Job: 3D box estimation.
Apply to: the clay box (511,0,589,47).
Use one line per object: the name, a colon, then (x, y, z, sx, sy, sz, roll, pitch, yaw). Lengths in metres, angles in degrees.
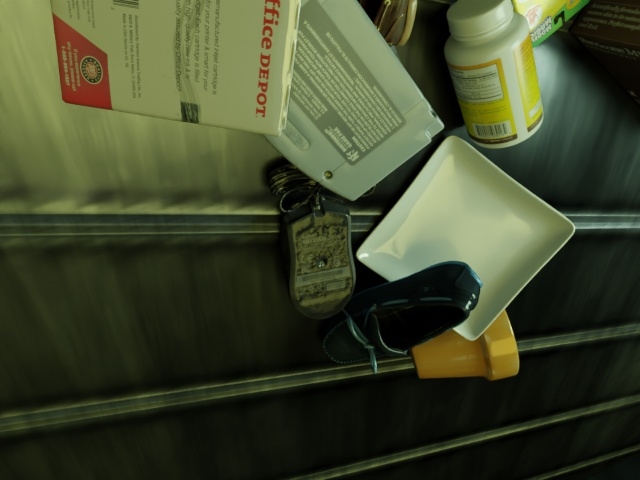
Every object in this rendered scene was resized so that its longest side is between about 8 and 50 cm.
clay box: (0.301, -0.401, 0.668, 0.127, 0.053, 0.222, -40, 129, 4)

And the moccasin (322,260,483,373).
moccasin: (0.116, 0.142, 0.832, 0.138, 0.116, 0.342, 44, 126, -8)

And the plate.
plate: (0.253, -0.001, 0.850, 0.277, 0.045, 0.278, 36, 104, -2)

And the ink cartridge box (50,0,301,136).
ink cartridge box: (-0.142, -0.222, 0.501, 0.238, 0.100, 0.171, 8, 120, -3)

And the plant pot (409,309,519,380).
plant pot: (0.276, 0.199, 0.978, 0.188, 0.205, 0.205, -15, 128, 4)

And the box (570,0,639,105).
box: (0.627, -0.302, 0.799, 0.382, 0.191, 0.143, 21, 110, -34)

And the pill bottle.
pill bottle: (0.257, -0.253, 0.705, 0.117, 0.117, 0.215, -34, 129, -1)

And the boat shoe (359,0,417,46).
boat shoe: (0.089, -0.349, 0.591, 0.073, 0.073, 0.206, -9, 124, -22)

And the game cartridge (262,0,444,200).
game cartridge: (0.006, -0.198, 0.624, 0.198, 0.062, 0.297, -35, 120, 19)

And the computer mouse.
computer mouse: (0.000, 0.000, 0.791, 0.189, 0.072, 0.271, -5, 111, -19)
